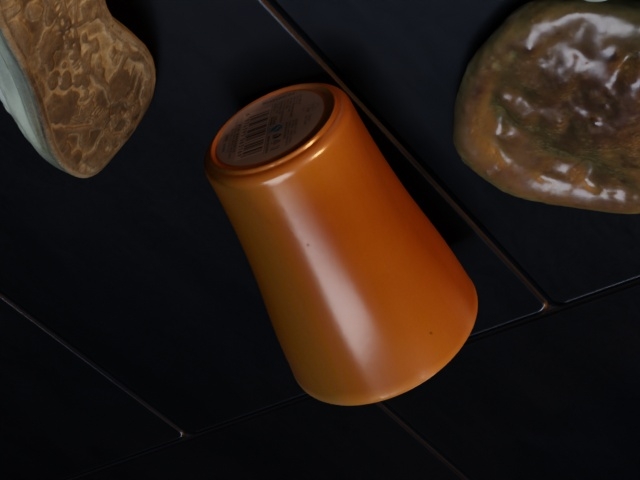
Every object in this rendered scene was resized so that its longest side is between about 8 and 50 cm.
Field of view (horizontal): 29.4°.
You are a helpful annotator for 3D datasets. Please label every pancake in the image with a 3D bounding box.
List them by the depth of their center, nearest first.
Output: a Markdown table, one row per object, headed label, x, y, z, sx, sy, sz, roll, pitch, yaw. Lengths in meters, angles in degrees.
| label | x | y | z | sx | sy | sz | roll | pitch | yaw |
| --- | --- | --- | --- | --- | --- | --- | --- | --- | --- |
| pancake | 0.216 | -0.093 | 0.975 | 0.241 | 0.050 | 0.242 | 7 | 138 | 6 |

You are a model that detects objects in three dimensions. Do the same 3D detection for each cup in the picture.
| label | x | y | z | sx | sy | sz | roll | pitch | yaw |
| --- | --- | --- | --- | --- | --- | --- | --- | --- | --- |
| cup | 0.000 | 0.000 | 1.063 | 0.226 | 0.182 | 0.264 | 15 | 143 | 47 |

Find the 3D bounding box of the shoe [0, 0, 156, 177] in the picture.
| label | x | y | z | sx | sy | sz | roll | pitch | yaw |
| --- | --- | --- | --- | --- | --- | --- | --- | --- | --- |
| shoe | -0.237 | -0.170 | 0.941 | 0.159 | 0.124 | 0.316 | 31 | 159 | 15 |
